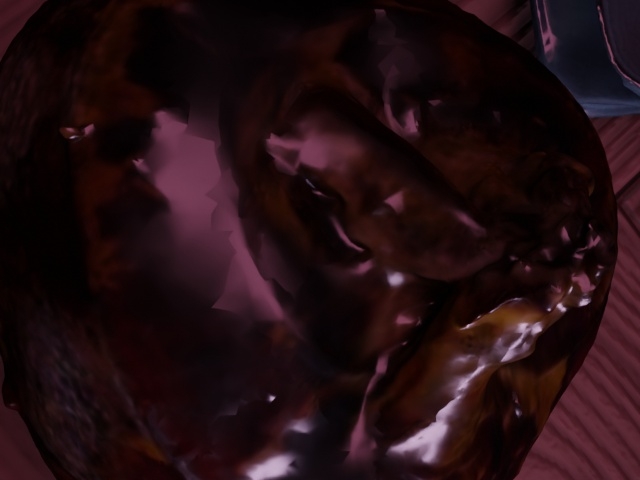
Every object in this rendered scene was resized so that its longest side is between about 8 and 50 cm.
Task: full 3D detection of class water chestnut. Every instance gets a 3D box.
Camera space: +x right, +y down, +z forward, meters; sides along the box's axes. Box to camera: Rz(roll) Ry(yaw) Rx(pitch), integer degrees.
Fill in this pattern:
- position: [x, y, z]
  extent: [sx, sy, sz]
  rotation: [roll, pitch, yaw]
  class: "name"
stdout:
- position: [0.000, 0.000, 0.494]
  extent: [0.224, 0.238, 0.223]
  rotation: [7, 77, -33]
  class: "water chestnut"

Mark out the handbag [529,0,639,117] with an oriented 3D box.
- position: [0.171, -0.172, 0.657]
  extent: [0.179, 0.062, 0.229]
  rotation: [-6, 86, -24]
  class: "handbag"
